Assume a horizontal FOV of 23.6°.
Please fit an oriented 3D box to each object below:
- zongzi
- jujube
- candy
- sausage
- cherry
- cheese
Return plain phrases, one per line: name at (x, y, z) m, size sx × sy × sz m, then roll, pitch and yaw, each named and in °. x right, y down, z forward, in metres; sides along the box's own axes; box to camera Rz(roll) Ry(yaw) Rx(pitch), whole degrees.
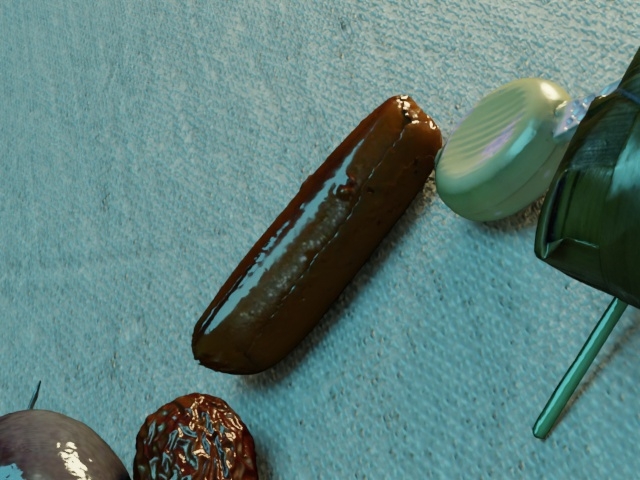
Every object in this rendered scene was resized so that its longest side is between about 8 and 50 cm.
zongzi at (0.321, -0.072, 1.067) m, size 0.286 × 0.138 × 0.300 m, roll 25°, pitch 87°, yaw 33°
jujube at (-0.111, 0.223, 1.365) m, size 0.112 × 0.109 × 0.176 m, roll 113°, pitch 155°, yaw -44°
candy at (0.252, 0.026, 1.205) m, size 0.305 × 0.083 × 0.091 m, roll -58°, pitch -6°, yaw 2°
sausage at (0.000, 0.000, 1.465) m, size 0.330 × 0.102 × 0.102 m, roll -51°, pitch 34°, yaw -6°
cherry at (-0.259, 0.267, 1.398) m, size 0.266 × 0.183 × 0.213 m, roll -129°, pitch 45°, yaw -53°
cheese at (0.190, -0.092, 1.338) m, size 0.227 × 0.064 × 0.137 m, roll -25°, pitch 37°, yaw 52°
